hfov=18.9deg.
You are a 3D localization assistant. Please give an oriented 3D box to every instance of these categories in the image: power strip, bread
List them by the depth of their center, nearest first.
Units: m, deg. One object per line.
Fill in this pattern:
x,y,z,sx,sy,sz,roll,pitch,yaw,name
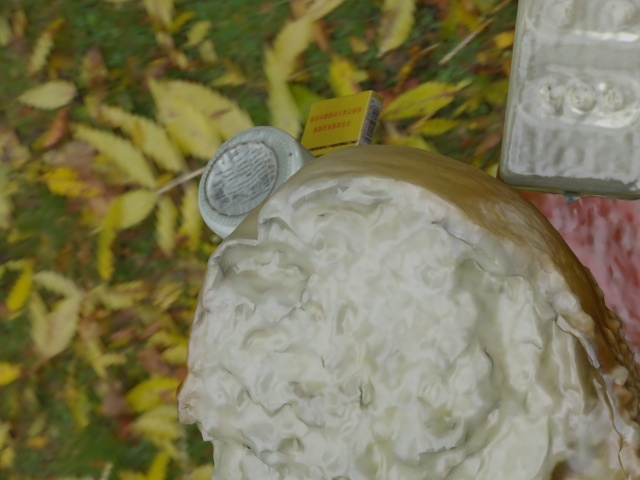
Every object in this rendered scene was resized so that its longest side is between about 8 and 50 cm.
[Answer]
0.099,-0.074,0.688,0.056,0.032,0.123,7,88,18,power strip
0.030,0.117,0.715,0.171,0.192,0.314,12,102,7,bread

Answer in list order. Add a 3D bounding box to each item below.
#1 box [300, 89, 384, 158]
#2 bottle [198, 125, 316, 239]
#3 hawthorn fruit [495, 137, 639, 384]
0.007,-0.066,1.837,0.087,0.023,0.155,-5,60,44,box
0.000,0.000,1.663,0.104,0.245,0.104,-16,57,27,bottle
0.337,0.010,1.395,0.403,0.403,0.402,6,107,21,hawthorn fruit
